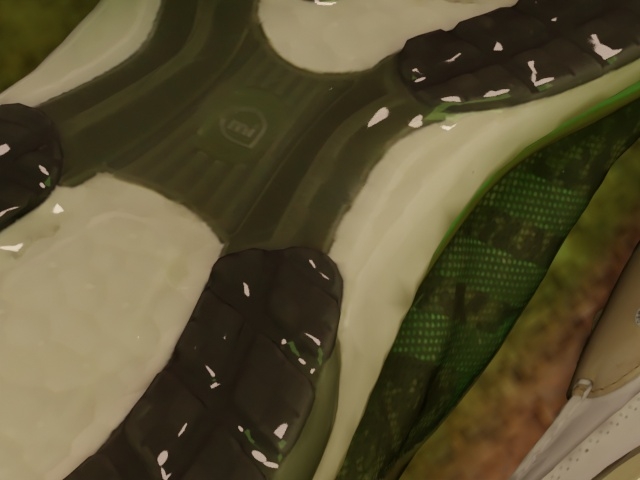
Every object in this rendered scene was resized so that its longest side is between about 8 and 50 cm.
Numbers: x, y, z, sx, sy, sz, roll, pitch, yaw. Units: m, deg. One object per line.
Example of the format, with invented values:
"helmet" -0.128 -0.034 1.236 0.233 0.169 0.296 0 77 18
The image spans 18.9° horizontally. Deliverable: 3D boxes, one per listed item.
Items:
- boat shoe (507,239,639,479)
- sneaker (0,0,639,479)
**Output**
"boat shoe" 0.135 0.052 0.589 0.302 0.103 0.113 -40 120 -6
"sneaker" 0.000 0.000 0.532 0.158 0.182 0.410 34 59 22
